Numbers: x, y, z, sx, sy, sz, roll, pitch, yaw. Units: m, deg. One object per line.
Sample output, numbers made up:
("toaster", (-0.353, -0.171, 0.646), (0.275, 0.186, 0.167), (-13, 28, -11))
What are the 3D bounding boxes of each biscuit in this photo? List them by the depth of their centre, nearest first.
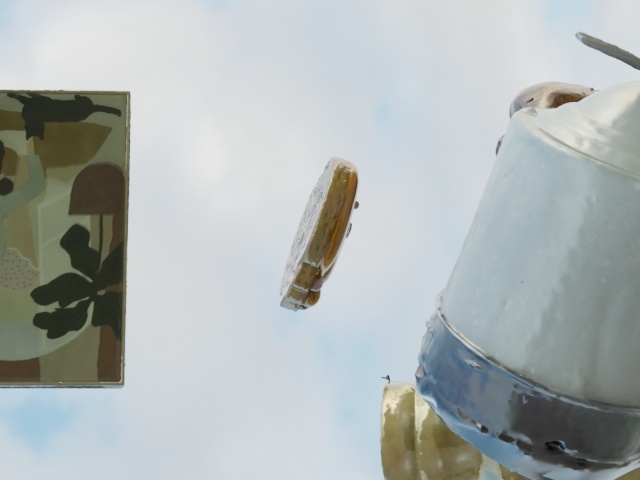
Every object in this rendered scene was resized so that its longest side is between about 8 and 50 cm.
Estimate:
("biscuit", (0.004, 0.001, 1.622), (0.050, 0.170, 0.170), (19, -107, -6))

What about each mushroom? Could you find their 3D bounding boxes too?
("mushroom", (0.315, -0.090, 1.829), (0.138, 0.194, 0.231), (-39, -39, -9))

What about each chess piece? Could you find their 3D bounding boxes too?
("chess piece", (0.209, 0.189, 1.444), (0.137, 0.301, 0.137), (-3, -90, -81))

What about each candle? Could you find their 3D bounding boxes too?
("candle", (0.224, 0.013, 1.234), (0.221, 0.221, 0.342), (-2, -62, -51))

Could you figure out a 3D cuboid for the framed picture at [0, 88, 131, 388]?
("framed picture", (-0.192, -0.004, 0.981), (0.010, 0.136, 0.200), (106, 164, -72))
